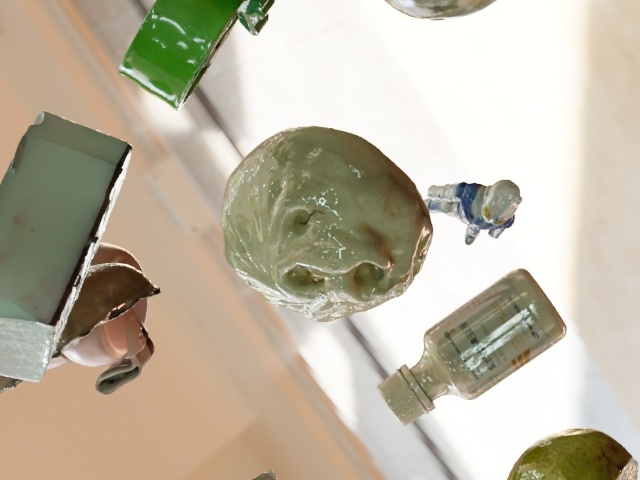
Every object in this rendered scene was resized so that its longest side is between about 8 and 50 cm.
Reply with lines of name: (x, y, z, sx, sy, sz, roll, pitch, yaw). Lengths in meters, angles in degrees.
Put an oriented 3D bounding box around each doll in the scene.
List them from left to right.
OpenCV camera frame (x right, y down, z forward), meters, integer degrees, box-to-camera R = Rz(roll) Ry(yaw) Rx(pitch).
doll: (0.193, -0.039, 2.225, 0.114, 0.057, 0.227, 32, 161, -11)

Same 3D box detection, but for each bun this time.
bun: (0.000, 0.000, 1.739, 0.231, 0.133, 0.231, 12, 137, 12)

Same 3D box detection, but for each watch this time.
watch: (-0.124, -0.208, 1.634, 0.131, 0.152, 0.165, 34, 165, -4)

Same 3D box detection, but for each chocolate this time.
chocolate: (-0.293, 0.093, 1.754, 0.261, 0.161, 0.083, -32, 92, 34)

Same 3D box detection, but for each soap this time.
soap: (-0.232, 0.012, 1.456, 0.091, 0.230, 0.145, 19, 144, -3)

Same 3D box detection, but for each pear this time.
pear: (0.217, 0.231, 1.578, 0.104, 0.141, 0.141, 22, 145, 23)

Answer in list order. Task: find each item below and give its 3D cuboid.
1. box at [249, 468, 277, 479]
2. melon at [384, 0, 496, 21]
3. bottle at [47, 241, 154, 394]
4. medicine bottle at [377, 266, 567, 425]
box: (-0.074, 0.301, 1.173, 0.203, 0.274, 0.116, 41, 129, 24)
melon: (0.152, -0.409, 2.096, 0.237, 0.237, 0.302, 10, 93, 55)
bottle: (-0.344, 0.079, 2.069, 0.297, 0.173, 0.206, 2, 124, 22)
medicine bottle: (0.192, 0.146, 2.315, 0.114, 0.252, 0.114, 55, -177, -5)
